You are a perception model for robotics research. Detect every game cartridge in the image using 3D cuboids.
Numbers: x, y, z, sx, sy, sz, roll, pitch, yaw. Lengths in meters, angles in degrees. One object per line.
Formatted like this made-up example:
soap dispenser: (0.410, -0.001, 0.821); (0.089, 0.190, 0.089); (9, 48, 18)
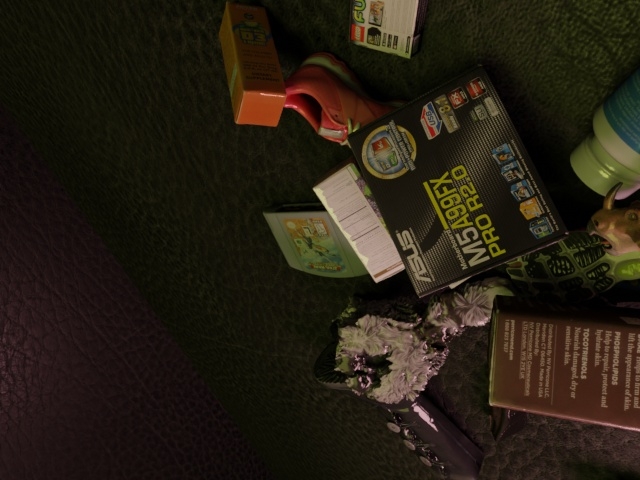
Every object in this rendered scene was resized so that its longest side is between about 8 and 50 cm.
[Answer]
game cartridge: (0.000, 0.000, 1.104); (0.297, 0.062, 0.197); (1, 122, 44)

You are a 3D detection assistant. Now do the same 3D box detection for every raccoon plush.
raccoon plush: (0.221, 0.195, 1.035); (0.447, 0.299, 0.215); (-18, 98, 17)

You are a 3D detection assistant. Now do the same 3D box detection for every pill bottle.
pill bottle: (0.398, -0.148, 0.508); (0.124, 0.124, 0.221); (39, 143, 8)

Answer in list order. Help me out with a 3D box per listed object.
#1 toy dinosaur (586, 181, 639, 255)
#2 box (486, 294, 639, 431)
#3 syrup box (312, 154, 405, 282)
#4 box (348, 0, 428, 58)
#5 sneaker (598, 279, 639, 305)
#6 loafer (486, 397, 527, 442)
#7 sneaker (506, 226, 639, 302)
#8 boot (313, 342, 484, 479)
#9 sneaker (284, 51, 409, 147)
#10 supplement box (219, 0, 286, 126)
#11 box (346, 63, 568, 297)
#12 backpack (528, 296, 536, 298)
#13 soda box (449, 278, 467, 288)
toy dinosaur: (0.472, -0.031, 0.465); (0.296, 0.127, 0.200); (-31, 83, 15)
box: (0.432, 0.166, 0.612); (0.382, 0.191, 0.142); (5, 91, 20)
syrup box: (0.090, -0.043, 0.911); (0.096, 0.093, 0.236); (-31, 104, 16)
box: (0.101, -0.381, 0.646); (0.114, 0.036, 0.206); (27, 140, 24)
sneaker: (0.444, 0.066, 0.717); (0.188, 0.067, 0.078); (15, 142, 41)
loafer: (0.434, 0.396, 1.060); (0.078, 0.080, 0.219); (-123, 18, -46)
sneaker: (0.416, 0.017, 0.652); (0.279, 0.118, 0.107); (-21, 85, 42)
boot: (0.217, 0.499, 1.325); (0.445, 0.146, 0.367); (46, 158, -18)
sneaker: (0.061, -0.196, 0.780); (0.314, 0.136, 0.115); (36, 144, 12)
supplement box: (-0.122, -0.312, 0.790); (0.080, 0.078, 0.233); (119, 142, -52)
box: (0.190, -0.081, 0.659); (0.217, 0.060, 0.269); (-25, 81, 17)
backpack: (0.423, 0.202, 0.815); (0.166, 0.144, 0.188); (25, 145, 17)
soda box: (0.290, 0.002, 0.797); (0.073, 0.069, 0.216); (53, 145, 11)
